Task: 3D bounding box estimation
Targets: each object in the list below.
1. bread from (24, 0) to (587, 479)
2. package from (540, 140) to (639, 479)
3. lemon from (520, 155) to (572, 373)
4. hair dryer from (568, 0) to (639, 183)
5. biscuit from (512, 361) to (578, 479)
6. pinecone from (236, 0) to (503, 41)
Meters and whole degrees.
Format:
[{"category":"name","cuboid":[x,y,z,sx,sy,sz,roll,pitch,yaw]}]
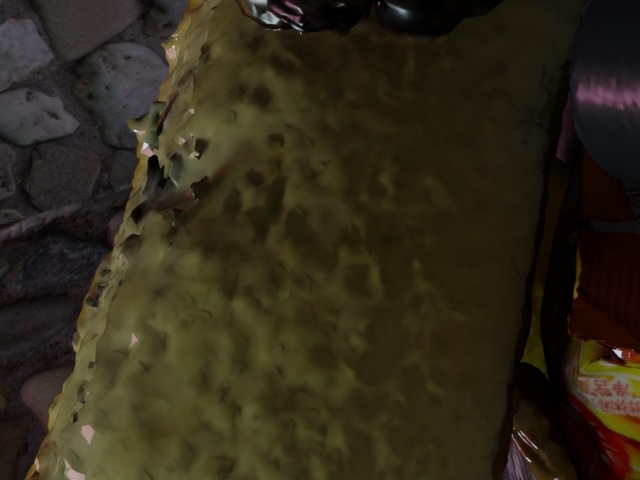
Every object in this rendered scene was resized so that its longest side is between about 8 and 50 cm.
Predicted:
[{"category":"bread","cuboid":[0.000,0.000,0.577,0.165,0.237,0.375,73,-150,-66]},{"category":"package","cuboid":[0.179,0.091,0.538,0.223,0.109,0.288,-74,-36,-58]},{"category":"lemon","cuboid":[0.123,0.020,0.822,0.256,0.188,0.188,-60,-33,-37]},{"category":"hair dryer","cuboid":[0.170,0.011,0.328,0.124,0.071,0.219,25,153,56]},{"category":"biscuit","cuboid":[0.192,0.191,0.686,0.290,0.041,0.208,50,-162,-15]},{"category":"pinecone","cuboid":[0.027,-0.195,0.420,0.243,0.244,0.257,-101,13,-67]}]
